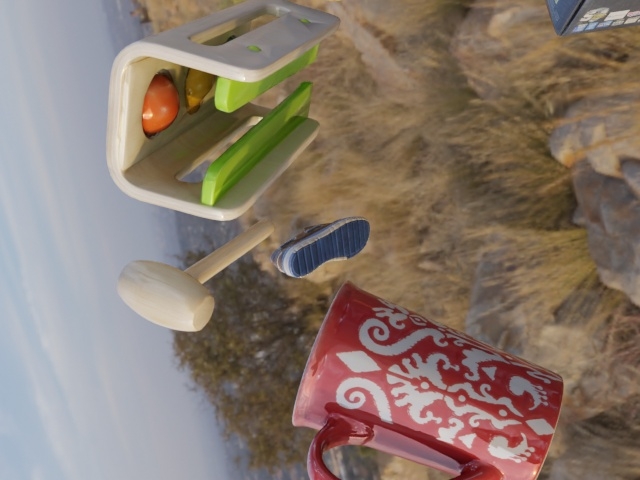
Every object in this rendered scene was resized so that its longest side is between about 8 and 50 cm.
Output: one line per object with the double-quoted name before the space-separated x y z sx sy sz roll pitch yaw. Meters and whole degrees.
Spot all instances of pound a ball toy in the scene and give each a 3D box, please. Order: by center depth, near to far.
"pound a ball toy" -0.097 -0.091 0.693 0.319 0.135 0.208 -56 -19 -61

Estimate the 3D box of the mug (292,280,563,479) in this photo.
"mug" 0.072 0.127 0.560 0.113 0.169 0.150 80 -150 -73

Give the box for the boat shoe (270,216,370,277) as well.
"boat shoe" 0.000 0.000 1.209 0.066 0.183 0.066 17 118 44

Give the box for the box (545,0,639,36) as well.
"box" 0.358 -0.284 0.747 0.183 0.232 0.059 104 154 -69
